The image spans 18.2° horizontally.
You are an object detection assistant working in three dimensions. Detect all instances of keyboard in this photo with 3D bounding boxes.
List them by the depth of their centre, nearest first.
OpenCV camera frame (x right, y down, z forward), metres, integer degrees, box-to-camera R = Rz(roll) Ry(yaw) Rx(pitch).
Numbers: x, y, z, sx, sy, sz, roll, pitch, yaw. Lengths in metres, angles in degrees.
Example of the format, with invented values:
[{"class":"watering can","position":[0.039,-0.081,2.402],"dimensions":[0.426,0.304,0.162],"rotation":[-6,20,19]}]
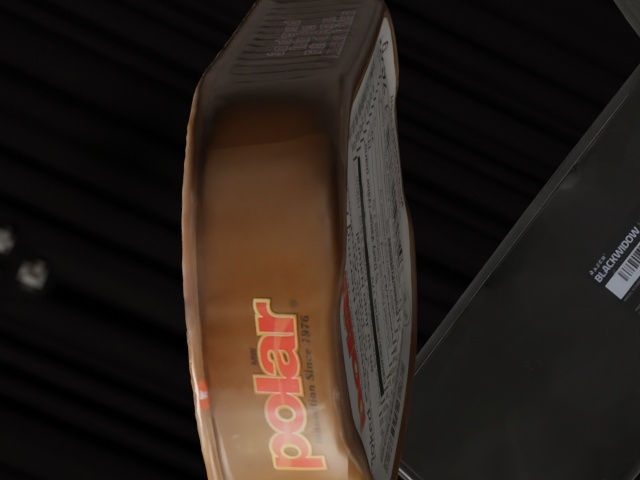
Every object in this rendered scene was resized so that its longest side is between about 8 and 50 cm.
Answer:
[{"class":"keyboard","position":[0.179,0.027,0.880],"dimensions":[0.317,0.201,0.033],"rotation":[-53,-29,9]}]

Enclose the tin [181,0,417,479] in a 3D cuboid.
[{"class":"tin","position":[0.000,0.000,0.475],"dimensions":[0.190,0.040,0.106],"rotation":[-72,-27,-71]}]

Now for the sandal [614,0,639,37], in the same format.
[{"class":"sandal","position":[0.191,-0.289,1.334],"dimensions":[0.167,0.446,0.107],"rotation":[-49,11,-16]}]
